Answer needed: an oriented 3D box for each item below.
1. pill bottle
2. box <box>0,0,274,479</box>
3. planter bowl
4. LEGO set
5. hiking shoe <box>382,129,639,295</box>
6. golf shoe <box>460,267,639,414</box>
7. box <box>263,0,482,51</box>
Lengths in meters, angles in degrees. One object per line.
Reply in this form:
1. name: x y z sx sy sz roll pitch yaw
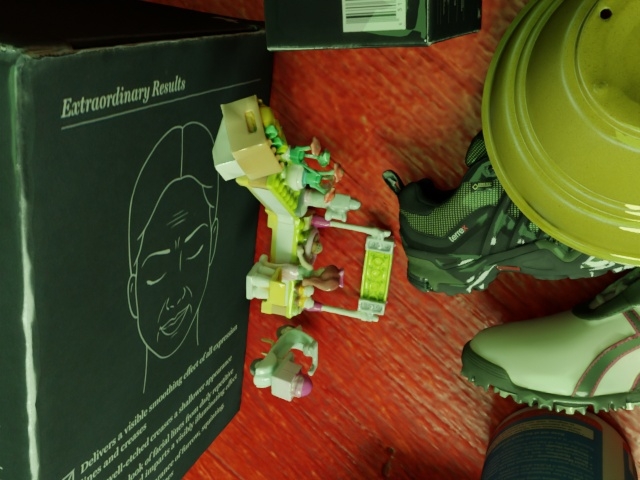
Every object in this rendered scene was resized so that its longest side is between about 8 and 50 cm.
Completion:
1. pill bottle: 0.169 0.227 0.489 0.124 0.221 0.124 7 110 20
2. box: -0.203 0.021 0.528 0.212 0.293 0.395 15 113 16
3. planter bowl: 0.200 -0.096 0.391 0.217 0.090 0.217 -3 81 19
4. LEGO set: 0.000 0.000 0.530 0.107 0.132 0.287 11 134 13
5. hiking shoe: 0.154 -0.033 0.481 0.227 0.086 0.114 -15 103 25
6. golf shoe: 0.236 0.054 0.479 0.273 0.105 0.120 -6 99 15
7. box: 0.038 -0.253 0.396 0.103 0.184 0.261 5 110 23
